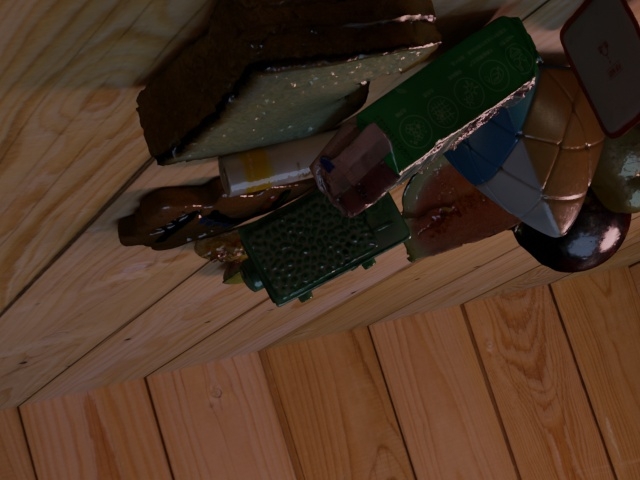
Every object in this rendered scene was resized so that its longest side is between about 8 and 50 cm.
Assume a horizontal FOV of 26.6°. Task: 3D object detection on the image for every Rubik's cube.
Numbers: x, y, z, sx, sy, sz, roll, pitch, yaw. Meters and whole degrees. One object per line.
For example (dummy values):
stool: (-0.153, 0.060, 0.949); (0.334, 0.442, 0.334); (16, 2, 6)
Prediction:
Rubik's cube: (0.270, -0.110, 1.867); (0.255, 0.254, 0.254); (-17, 169, -3)

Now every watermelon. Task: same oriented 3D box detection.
watermelon: (0.232, -0.100, 2.113); (0.303, 0.159, 0.128); (-23, 138, 31)

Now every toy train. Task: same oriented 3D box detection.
toy train: (0.000, 0.000, 2.091); (0.266, 0.145, 0.202); (-28, 177, -6)

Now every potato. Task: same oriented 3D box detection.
potato: (0.489, -0.138, 2.142); (0.157, 0.194, 0.157); (-6, -167, 1)

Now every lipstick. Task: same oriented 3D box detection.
lipstick: (-0.004, -0.115, 1.825); (0.264, 0.059, 0.059); (-14, 169, -14)

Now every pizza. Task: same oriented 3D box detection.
pizza: (-0.129, 0.008, 2.278); (0.175, 0.046, 0.134); (-8, 166, -37)

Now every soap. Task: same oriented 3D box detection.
soap: (0.124, -0.142, 1.552); (0.273, 0.098, 0.218); (-37, -179, -27)

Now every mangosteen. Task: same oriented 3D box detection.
mangosteen: (0.382, -0.054, 2.300); (0.289, 0.231, 0.231); (-9, 168, -9)

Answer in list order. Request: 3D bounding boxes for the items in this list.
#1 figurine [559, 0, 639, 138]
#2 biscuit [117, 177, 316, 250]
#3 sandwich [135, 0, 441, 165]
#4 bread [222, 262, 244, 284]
figurine: (0.444, -0.253, 1.645); (0.226, 0.160, 0.183); (-23, 172, -15)
biscuit: (-0.150, -0.045, 1.986); (0.302, 0.043, 0.278); (-17, 169, -2)
sandwich: (-0.027, -0.178, 1.386); (0.249, 0.095, 0.273); (-12, 168, -31)
bread: (-0.077, 0.032, 2.518); (0.229, 0.033, 0.228); (-17, 171, -3)
